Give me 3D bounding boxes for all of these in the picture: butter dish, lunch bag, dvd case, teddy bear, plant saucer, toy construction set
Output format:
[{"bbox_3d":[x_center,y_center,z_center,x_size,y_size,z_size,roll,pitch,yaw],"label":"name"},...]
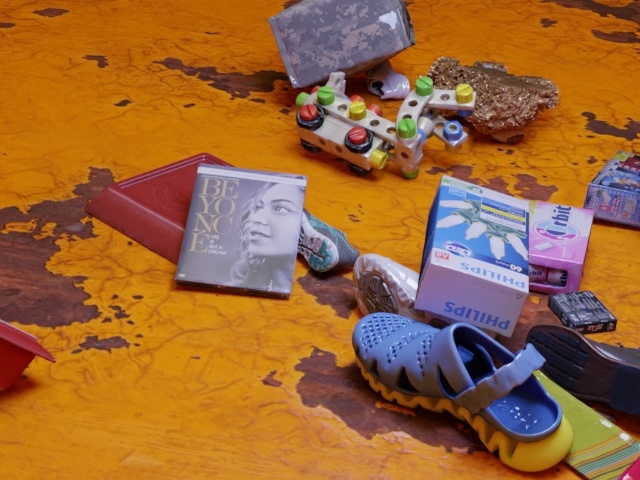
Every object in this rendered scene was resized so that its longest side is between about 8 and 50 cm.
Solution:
[{"bbox_3d":[-0.431,0.138,1.637,0.160,0.118,0.160,23,-9,28],"label":"butter dish"},{"bbox_3d":[0.049,-0.393,2.552,0.235,0.169,0.287,-19,5,9],"label":"lunch bag"},{"bbox_3d":[-0.112,-0.018,1.967,0.164,0.018,0.221,7,51,0],"label":"dvd case"},{"bbox_3d":[0.307,-0.261,2.507,0.245,0.113,0.338,-5,21,-31],"label":"teddy bear"},{"bbox_3d":[-0.186,-0.059,2.100,0.258,0.047,0.259,27,35,36],"label":"plant saucer"},{"bbox_3d":[0.084,-0.213,2.314,0.328,0.151,0.215,18,55,39],"label":"toy construction set"}]

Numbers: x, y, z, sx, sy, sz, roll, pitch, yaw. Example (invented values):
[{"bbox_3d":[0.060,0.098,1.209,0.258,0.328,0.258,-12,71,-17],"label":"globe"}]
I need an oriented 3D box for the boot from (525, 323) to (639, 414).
[{"bbox_3d":[0.369,0.168,1.750,0.106,0.082,0.219,9,14,-43],"label":"boot"}]

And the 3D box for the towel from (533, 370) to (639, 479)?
[{"bbox_3d":[0.309,0.231,1.653,0.102,0.021,0.237,-15,33,-33],"label":"towel"}]

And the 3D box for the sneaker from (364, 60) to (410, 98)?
[{"bbox_3d":[0.112,-0.313,2.610,0.061,0.053,0.152,-12,33,-23],"label":"sneaker"}]

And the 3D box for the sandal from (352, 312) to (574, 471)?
[{"bbox_3d":[0.169,0.149,1.652,0.317,0.138,0.126,22,46,35],"label":"sandal"}]

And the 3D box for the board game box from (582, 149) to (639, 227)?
[{"bbox_3d":[0.545,-0.069,2.201,0.194,0.060,0.194,19,28,20],"label":"board game box"}]

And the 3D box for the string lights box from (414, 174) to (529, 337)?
[{"bbox_3d":[0.207,0.017,1.830,0.133,0.076,0.259,17,29,-1],"label":"string lights box"}]

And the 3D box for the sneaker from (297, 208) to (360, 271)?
[{"bbox_3d":[0.000,0.000,2.018,0.076,0.065,0.166,6,27,-33],"label":"sneaker"}]

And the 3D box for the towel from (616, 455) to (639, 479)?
[{"bbox_3d":[0.485,0.299,1.516,0.275,0.031,0.199,29,37,29],"label":"towel"}]

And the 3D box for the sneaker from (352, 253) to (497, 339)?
[{"bbox_3d":[0.144,0.088,1.847,0.232,0.090,0.115,36,34,31],"label":"sneaker"}]

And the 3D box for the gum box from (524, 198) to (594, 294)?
[{"bbox_3d":[0.340,0.012,2.020,0.107,0.062,0.188,10,29,12],"label":"gum box"}]

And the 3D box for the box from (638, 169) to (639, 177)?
[{"bbox_3d":[0.687,-0.128,2.180,0.318,0.097,0.395,15,15,13],"label":"box"}]

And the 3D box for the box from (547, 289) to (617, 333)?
[{"bbox_3d":[0.366,0.100,1.906,0.067,0.018,0.083,-6,30,-18],"label":"box"}]
